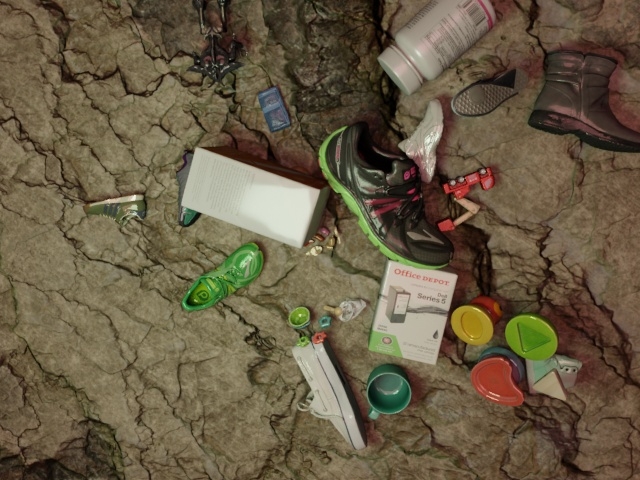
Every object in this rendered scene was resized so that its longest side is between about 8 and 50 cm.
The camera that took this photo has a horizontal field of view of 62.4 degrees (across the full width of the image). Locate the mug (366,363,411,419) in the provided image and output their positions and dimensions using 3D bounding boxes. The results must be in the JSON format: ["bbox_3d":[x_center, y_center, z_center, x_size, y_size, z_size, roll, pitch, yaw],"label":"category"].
[{"bbox_3d":[0.191,0.442,1.578,0.158,0.097,0.129,-28,96,10],"label":"mug"}]

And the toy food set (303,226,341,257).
[{"bbox_3d":[0.000,0.000,1.571,0.122,0.019,0.078,-17,96,16],"label":"toy food set"}]

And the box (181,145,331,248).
[{"bbox_3d":[-0.166,-0.128,1.456,0.345,0.215,0.168,20,104,6],"label":"box"}]

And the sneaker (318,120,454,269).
[{"bbox_3d":[0.197,-0.116,1.426,0.483,0.185,0.202,47,129,-3],"label":"sneaker"}]

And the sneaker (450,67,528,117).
[{"bbox_3d":[0.405,-0.369,1.384,0.226,0.163,0.086,-24,100,-17],"label":"sneaker"}]

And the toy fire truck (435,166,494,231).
[{"bbox_3d":[0.407,-0.116,1.493,0.192,0.047,0.135,-20,97,8],"label":"toy fire truck"}]

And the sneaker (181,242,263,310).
[{"bbox_3d":[-0.287,0.123,1.567,0.295,0.123,0.109,-39,93,10],"label":"sneaker"}]

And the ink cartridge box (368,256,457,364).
[{"bbox_3d":[0.261,0.193,1.522,0.198,0.115,0.273,12,100,4],"label":"ink cartridge box"}]

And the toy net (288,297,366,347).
[{"bbox_3d":[0.023,0.228,1.555,0.232,0.122,0.045,-21,134,9],"label":"toy net"}]

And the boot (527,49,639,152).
[{"bbox_3d":[0.739,-0.368,1.388,0.338,0.118,0.222,18,95,-1],"label":"boot"}]

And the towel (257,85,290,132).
[{"bbox_3d":[-0.134,-0.376,1.520,0.067,0.029,0.119,-19,97,10],"label":"towel"}]

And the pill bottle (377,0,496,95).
[{"bbox_3d":[0.299,-0.527,1.383,0.283,0.160,0.160,-41,93,10],"label":"pill bottle"}]

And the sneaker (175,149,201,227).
[{"bbox_3d":[-0.393,-0.154,1.571,0.098,0.083,0.223,22,97,24],"label":"sneaker"}]

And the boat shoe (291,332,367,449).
[{"bbox_3d":[0.008,0.471,1.585,0.156,0.136,0.367,-25,93,9],"label":"boat shoe"}]

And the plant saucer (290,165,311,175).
[{"bbox_3d":[-0.066,-0.177,1.551,0.083,0.015,0.083,1,99,6],"label":"plant saucer"}]

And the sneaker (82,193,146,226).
[{"bbox_3d":[-0.620,-0.082,1.599,0.192,0.064,0.086,-11,93,5],"label":"sneaker"}]

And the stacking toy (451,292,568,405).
[{"bbox_3d":[0.539,0.293,1.468,0.279,0.130,0.309,-7,106,40],"label":"stacking toy"}]

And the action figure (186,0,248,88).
[{"bbox_3d":[-0.284,-0.533,1.459,0.164,0.141,0.275,-5,83,5],"label":"action figure"}]

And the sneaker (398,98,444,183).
[{"bbox_3d":[0.276,-0.278,1.463,0.115,0.090,0.232,11,99,8],"label":"sneaker"}]

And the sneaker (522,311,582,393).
[{"bbox_3d":[0.657,0.313,1.508,0.151,0.094,0.256,-9,108,13],"label":"sneaker"}]
